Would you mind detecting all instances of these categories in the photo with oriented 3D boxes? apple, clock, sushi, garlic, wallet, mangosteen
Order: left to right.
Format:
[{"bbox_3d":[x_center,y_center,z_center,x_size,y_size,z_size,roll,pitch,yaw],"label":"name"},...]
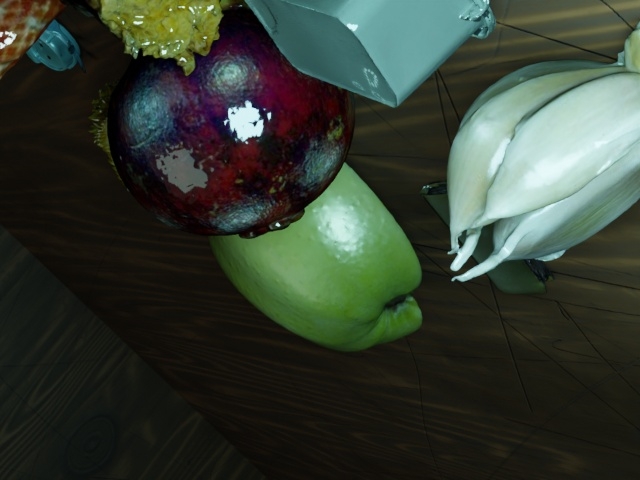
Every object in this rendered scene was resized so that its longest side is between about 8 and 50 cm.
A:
[{"bbox_3d":[-0.450,-0.330,1.864,0.147,0.045,0.108,24,156,29],"label":"clock"},{"bbox_3d":[-0.192,-0.357,1.118,0.207,0.234,0.348,44,170,32],"label":"sushi"},{"bbox_3d":[-0.124,-0.177,1.354,0.306,0.306,0.360,-11,105,62],"label":"mangosteen"},{"bbox_3d":[0.000,0.000,1.671,0.360,0.312,0.320,43,-157,24],"label":"apple"},{"bbox_3d":[0.226,-0.003,1.493,0.198,0.031,0.110,48,155,-24],"label":"wallet"},{"bbox_3d":[0.238,-0.072,1.079,0.210,0.292,0.237,51,-165,-14],"label":"garlic"}]

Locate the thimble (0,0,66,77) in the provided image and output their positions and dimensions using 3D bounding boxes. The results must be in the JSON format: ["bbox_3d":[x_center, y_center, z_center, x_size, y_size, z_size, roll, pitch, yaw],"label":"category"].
[{"bbox_3d":[-0.503,-0.331,1.542,0.230,0.350,0.350,42,158,-16],"label":"thimble"}]

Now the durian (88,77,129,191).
[{"bbox_3d":[-0.266,-0.170,1.791,0.138,0.183,0.250,60,175,43],"label":"durian"}]

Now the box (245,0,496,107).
[{"bbox_3d":[0.037,-0.241,1.113,0.243,0.135,0.163,31,166,48],"label":"box"}]
